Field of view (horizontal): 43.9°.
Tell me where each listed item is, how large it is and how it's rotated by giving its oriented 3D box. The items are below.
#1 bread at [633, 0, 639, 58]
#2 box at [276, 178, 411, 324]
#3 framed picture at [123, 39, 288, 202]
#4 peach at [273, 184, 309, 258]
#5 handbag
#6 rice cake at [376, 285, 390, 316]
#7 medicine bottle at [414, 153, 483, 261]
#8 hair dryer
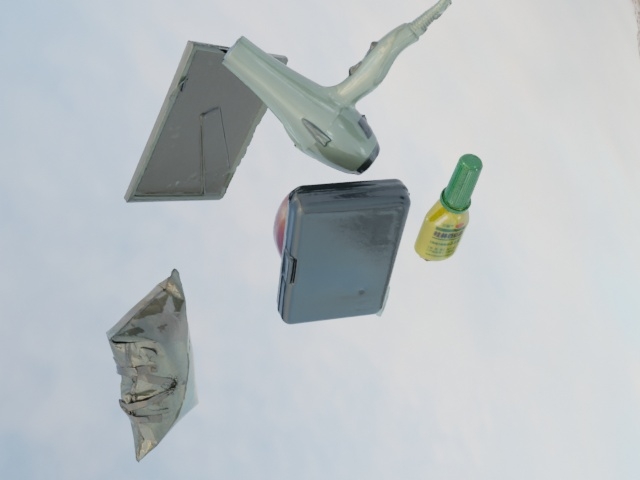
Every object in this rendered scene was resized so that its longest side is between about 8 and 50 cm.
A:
[{"bbox_3d":[0.387,-0.176,0.793,0.174,0.121,0.246,6,-106,-60],"label":"bread"},{"bbox_3d":[0.027,0.019,1.053,0.160,0.230,0.050,-6,-134,-15],"label":"box"},{"bbox_3d":[-0.175,-0.174,1.239,0.209,0.281,0.019,-4,-138,-51],"label":"framed picture"},{"bbox_3d":[0.000,0.000,1.710,0.199,0.243,0.243,-40,-78,-46],"label":"peach"},{"bbox_3d":[-0.260,0.202,1.248,0.182,0.117,0.271,-43,-42,-53],"label":"handbag"},{"bbox_3d":[0.045,0.074,1.550,0.206,0.063,0.069,31,-122,-15],"label":"rice cake"},{"bbox_3d":[0.300,-0.072,1.823,0.111,0.309,0.076,-5,-132,-17],"label":"medicine bottle"},{"bbox_3d":[0.005,-0.228,0.974,0.229,0.267,0.092,21,-151,-8],"label":"hair dryer"}]
